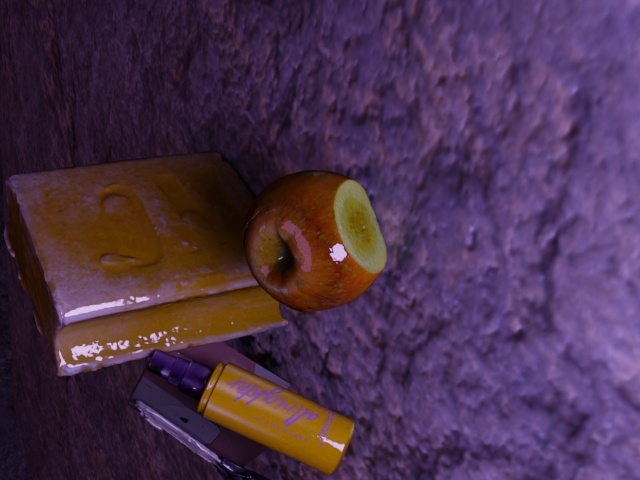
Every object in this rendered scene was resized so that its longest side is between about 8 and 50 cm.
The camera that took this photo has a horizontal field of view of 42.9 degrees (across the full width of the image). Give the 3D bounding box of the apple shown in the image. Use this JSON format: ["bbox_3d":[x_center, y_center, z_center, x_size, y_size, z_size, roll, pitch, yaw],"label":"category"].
[{"bbox_3d":[-0.002,-0.006,0.910,0.163,0.147,0.146,-2,105,47],"label":"apple"}]

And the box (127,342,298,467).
[{"bbox_3d":[-0.163,0.235,1.219,0.215,0.086,0.215,32,145,-4],"label":"box"}]

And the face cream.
[{"bbox_3d":[-0.094,0.211,1.050,0.273,0.078,0.078,25,136,2],"label":"face cream"}]

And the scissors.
[{"bbox_3d":[-0.169,0.336,1.256,0.300,0.022,0.109,39,141,-14],"label":"scissors"}]

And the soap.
[{"bbox_3d":[-0.241,0.017,1.136,0.293,0.335,0.156,58,144,35],"label":"soap"}]
